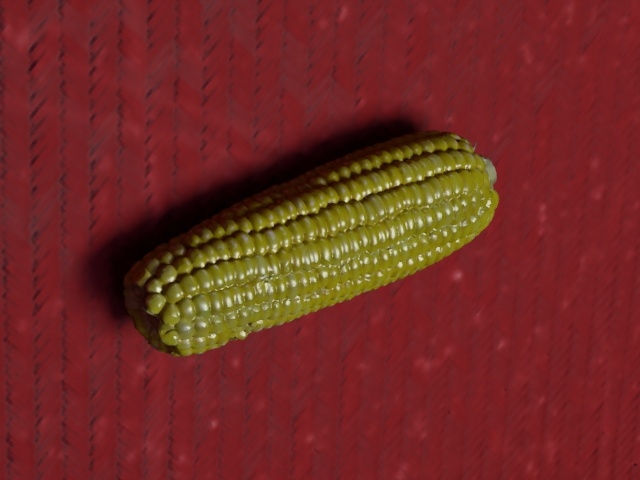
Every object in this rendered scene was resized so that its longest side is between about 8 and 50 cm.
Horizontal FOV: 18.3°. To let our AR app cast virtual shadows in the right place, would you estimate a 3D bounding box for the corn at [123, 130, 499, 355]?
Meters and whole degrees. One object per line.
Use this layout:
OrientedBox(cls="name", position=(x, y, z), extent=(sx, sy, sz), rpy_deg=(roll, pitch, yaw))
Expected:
OrientedBox(cls="corn", position=(0.000, 0.000, 0.958), extent=(0.206, 0.067, 0.067), rpy_deg=(-24, 123, -27))
